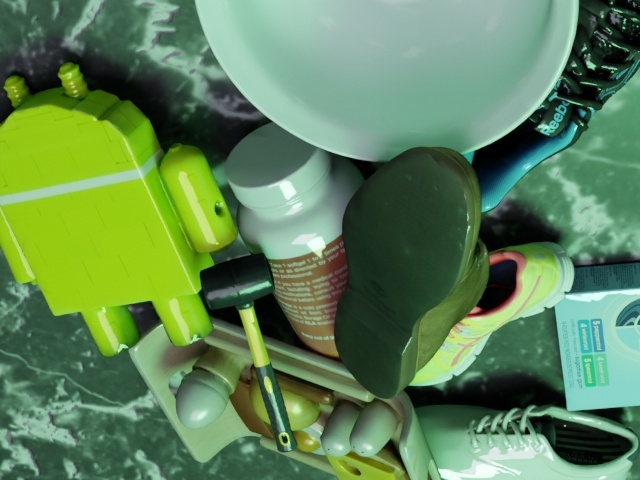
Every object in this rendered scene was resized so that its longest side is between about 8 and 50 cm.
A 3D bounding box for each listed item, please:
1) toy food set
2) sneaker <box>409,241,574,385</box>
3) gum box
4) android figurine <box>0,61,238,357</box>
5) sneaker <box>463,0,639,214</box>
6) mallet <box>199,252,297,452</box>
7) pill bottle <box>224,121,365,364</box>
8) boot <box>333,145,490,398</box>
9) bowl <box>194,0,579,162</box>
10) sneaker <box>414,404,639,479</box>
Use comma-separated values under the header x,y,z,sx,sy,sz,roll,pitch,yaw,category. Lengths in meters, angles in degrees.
x,y,z,sx,sy,sz,roll,pitch,yaw,category
-0.020,0.193,1.789,0.306,0.092,0.220,19,151,30,toy food set
0.126,0.061,1.744,0.208,0.081,0.094,-38,157,21,sneaker
0.317,0.088,1.799,0.184,0.041,0.157,-5,131,10,gum box
-0.197,-0.027,1.683,0.248,0.056,0.273,-11,112,33,android figurine
0.218,-0.150,1.530,0.125,0.139,0.341,29,127,-21,sneaker
-0.062,0.102,1.655,0.062,0.039,0.189,-9,112,-2,mallet
0.000,0.000,1.692,0.121,0.121,0.216,-15,129,17,pill bottle
0.090,0.007,1.567,0.112,0.115,0.305,45,151,19,boot
0.059,-0.218,1.470,0.298,0.134,0.298,8,126,11,bowl
0.188,0.193,1.866,0.258,0.094,0.091,4,146,-13,sneaker
